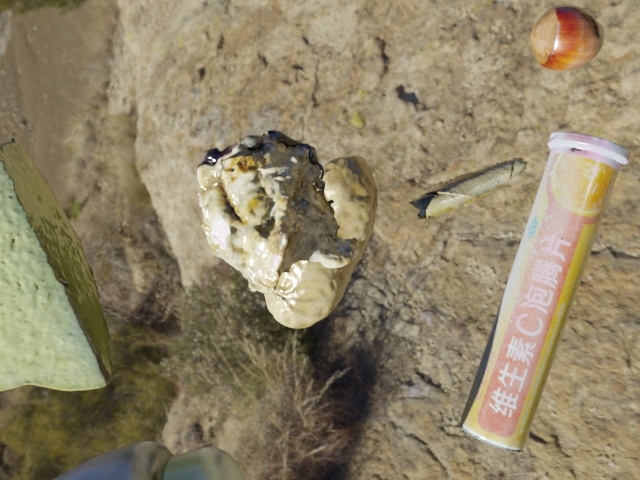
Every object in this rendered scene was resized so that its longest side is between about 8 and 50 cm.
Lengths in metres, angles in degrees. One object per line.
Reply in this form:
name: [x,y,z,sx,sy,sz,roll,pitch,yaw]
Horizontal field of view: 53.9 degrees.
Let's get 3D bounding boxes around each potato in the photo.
potato: [-0.204,0.030,0.369,0.120,0.149,0.081,-23,16,-8]

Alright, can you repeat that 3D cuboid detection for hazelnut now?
hazelnut: [0.291,-0.240,0.742,0.086,0.086,0.086,-26,53,41]

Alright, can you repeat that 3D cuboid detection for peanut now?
peanut: [0.000,0.000,1.318,0.169,0.192,0.387,29,95,43]

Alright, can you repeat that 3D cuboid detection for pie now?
pie: [0.346,-0.125,1.453,0.282,0.068,0.128,-26,8,-2]

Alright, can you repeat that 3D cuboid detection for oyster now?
oyster: [-0.033,-0.022,0.644,0.081,0.191,0.163,40,114,56]

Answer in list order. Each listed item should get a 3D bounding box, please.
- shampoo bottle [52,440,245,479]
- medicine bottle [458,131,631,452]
shampoo bottle: [-0.230,0.422,0.773,0.317,0.323,0.323,-17,46,-7]
medicine bottle: [0.304,0.071,0.864,0.108,0.108,0.426,19,92,53]
